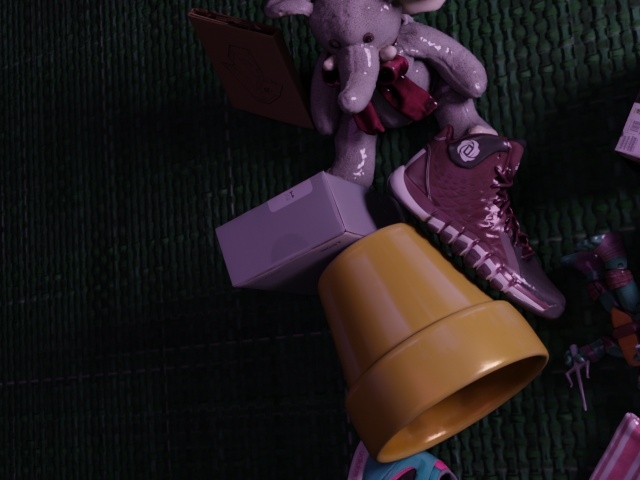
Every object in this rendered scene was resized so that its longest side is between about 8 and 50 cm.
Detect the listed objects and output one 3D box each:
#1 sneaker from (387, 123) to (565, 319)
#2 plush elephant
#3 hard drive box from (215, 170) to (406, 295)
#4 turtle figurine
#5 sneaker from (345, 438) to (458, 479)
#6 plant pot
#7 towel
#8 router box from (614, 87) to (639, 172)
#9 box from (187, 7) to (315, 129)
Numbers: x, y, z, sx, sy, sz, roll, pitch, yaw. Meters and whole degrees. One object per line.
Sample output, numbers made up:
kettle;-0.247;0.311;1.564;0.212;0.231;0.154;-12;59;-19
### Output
sneaker;0.232;-0.041;1.081;0.281;0.106;0.162;42;102;10
plush elephant;0.073;-0.246;1.165;0.271;0.255;0.330;-7;80;27
hard drive box;0.000;0.000;1.189;0.181;0.232;0.089;-26;73;23
turtle figurine;0.369;0.114;1.047;0.175;0.118;0.234;131;126;-61
sneaker;0.118;0.417;1.144;0.178;0.123;0.296;6;86;38
plant pot;0.121;0.117;1.101;0.254;0.254;0.239;-39;65;19
towel;0.422;0.314;1.022;0.197;0.029;0.144;30;110;29
router box;0.421;-0.172;1.038;0.046;0.133;0.179;23;96;29
box;-0.100;-0.258;1.301;0.164;0.201;0.021;21;64;30
